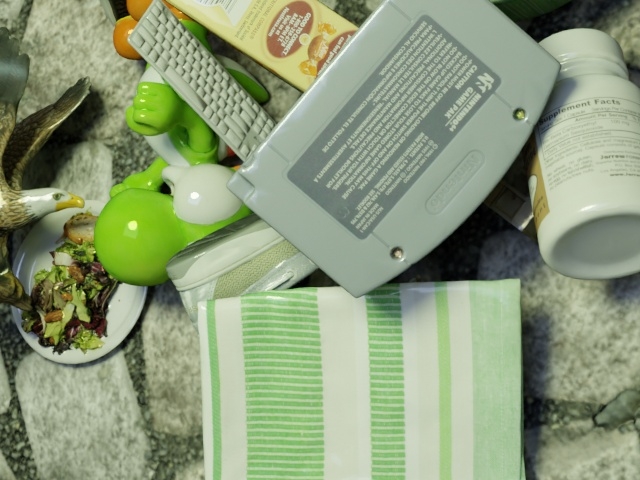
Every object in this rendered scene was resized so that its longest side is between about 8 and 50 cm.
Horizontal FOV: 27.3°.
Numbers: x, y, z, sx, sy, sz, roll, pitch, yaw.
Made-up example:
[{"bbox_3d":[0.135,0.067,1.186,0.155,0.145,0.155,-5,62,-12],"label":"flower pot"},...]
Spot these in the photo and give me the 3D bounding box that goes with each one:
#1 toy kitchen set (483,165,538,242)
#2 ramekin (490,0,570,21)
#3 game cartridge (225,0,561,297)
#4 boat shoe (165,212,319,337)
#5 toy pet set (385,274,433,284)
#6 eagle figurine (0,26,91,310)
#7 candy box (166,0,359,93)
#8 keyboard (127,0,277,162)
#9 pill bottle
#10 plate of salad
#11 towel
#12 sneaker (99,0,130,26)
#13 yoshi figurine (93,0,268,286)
[{"bbox_3d":[0.204,-0.053,1.354,0.083,0.075,0.068,39,96,22],"label":"toy kitchen set"},{"bbox_3d":[0.184,-0.374,1.376,0.303,0.148,0.303,-3,83,23],"label":"ramekin"},{"bbox_3d":[0.077,-0.099,1.244,0.196,0.060,0.294,41,97,0],"label":"game cartridge"},{"bbox_3d":[-0.001,0.001,1.390,0.320,0.118,0.103,-24,100,-11],"label":"boat shoe"},{"bbox_3d":[0.071,0.089,1.394,0.114,0.065,0.122,33,74,16],"label":"toy pet set"},{"bbox_3d":[-0.378,-0.071,1.529,0.226,0.225,0.298,161,110,-64],"label":"eagle figurine"},{"bbox_3d":[-0.014,-0.200,1.355,0.316,0.183,0.087,34,96,-2],"label":"candy box"},{"bbox_3d":[-0.106,-0.149,1.428,0.014,0.256,0.072,-22,33,39],"label":"keyboard"},{"bbox_3d":[0.262,-0.088,1.281,0.131,0.131,0.229,-18,53,20],"label":"pill bottle"},{"bbox_3d":[-0.295,0.047,1.577,0.200,0.048,0.199,-5,78,23],"label":"plate of salad"},{"bbox_3d":[0.041,0.167,1.321,0.325,0.038,0.247,-2,96,7],"label":"towel"},{"bbox_3d":[-0.256,-0.360,1.511,0.106,0.290,0.123,-28,66,-12],"label":"sneaker"},{"bbox_3d":[-0.185,-0.100,1.483,0.203,0.203,0.362,-17,75,28],"label":"yoshi figurine"}]
